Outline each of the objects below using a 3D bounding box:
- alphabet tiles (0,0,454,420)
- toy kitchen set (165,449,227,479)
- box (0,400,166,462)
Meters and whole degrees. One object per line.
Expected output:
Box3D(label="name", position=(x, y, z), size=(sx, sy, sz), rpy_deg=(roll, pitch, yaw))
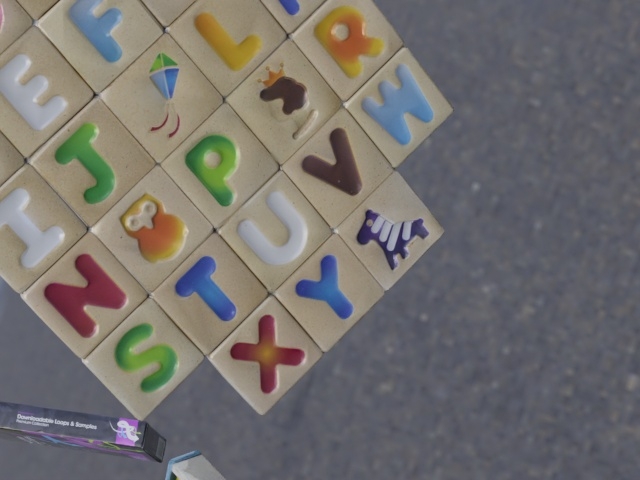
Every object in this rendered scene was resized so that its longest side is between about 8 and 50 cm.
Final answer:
Box3D(label="alphabet tiles", position=(-0.080, -0.067, 1.084), size=(0.285, 0.342, 0.011), rpy_deg=(-44, 24, -10))
Box3D(label="toy kitchen set", position=(-0.217, 0.318, 1.884), size=(0.122, 0.207, 0.166), rpy_deg=(34, 125, 33))
Box3D(label="box", position=(-0.234, 0.179, 1.678), size=(0.116, 0.162, 0.029), rpy_deg=(72, -153, -76))
